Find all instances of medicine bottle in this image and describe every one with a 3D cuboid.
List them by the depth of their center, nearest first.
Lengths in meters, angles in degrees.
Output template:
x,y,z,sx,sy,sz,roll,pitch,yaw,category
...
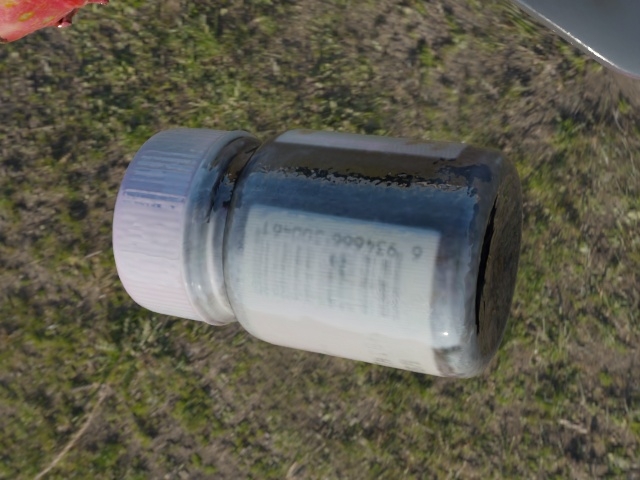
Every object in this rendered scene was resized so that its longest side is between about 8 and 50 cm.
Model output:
x,y,z,sx,sy,sz,roll,pitch,yaw,category
0.000,0.000,0.690,0.274,0.165,0.165,9,104,24,medicine bottle

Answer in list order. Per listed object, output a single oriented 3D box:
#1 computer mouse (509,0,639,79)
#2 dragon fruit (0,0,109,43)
x,y,z,sx,sy,sz,roll,pitch,yaw,category
0.163,-0.201,0.608,0.232,0.057,0.120,37,99,3,computer mouse
-0.281,-0.261,0.776,0.268,0.205,0.210,-14,131,16,dragon fruit
